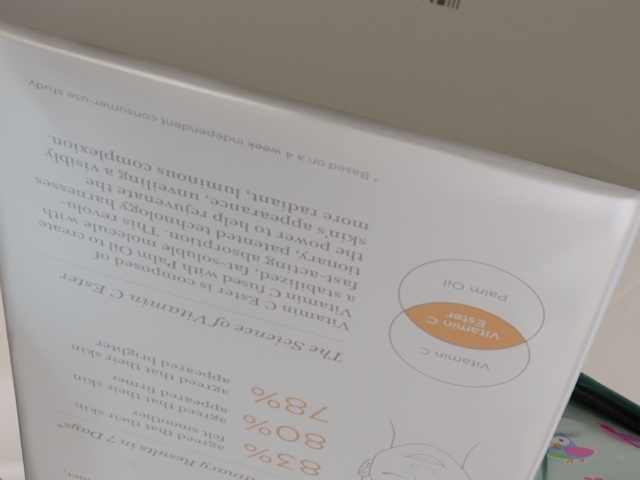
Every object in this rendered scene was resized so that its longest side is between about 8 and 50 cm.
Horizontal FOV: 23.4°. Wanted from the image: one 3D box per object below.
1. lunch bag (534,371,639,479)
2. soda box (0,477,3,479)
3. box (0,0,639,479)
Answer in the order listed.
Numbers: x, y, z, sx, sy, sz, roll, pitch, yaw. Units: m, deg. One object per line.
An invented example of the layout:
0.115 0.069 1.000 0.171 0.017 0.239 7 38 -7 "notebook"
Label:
0.206 0.197 1.035 0.223 0.160 0.262 27 -158 -2 "lunch bag"
-0.202 0.106 0.701 0.053 0.060 0.169 -100 -17 -47 "soda box"
0.000 0.000 0.633 0.215 0.345 0.168 15 -127 5 "box"
